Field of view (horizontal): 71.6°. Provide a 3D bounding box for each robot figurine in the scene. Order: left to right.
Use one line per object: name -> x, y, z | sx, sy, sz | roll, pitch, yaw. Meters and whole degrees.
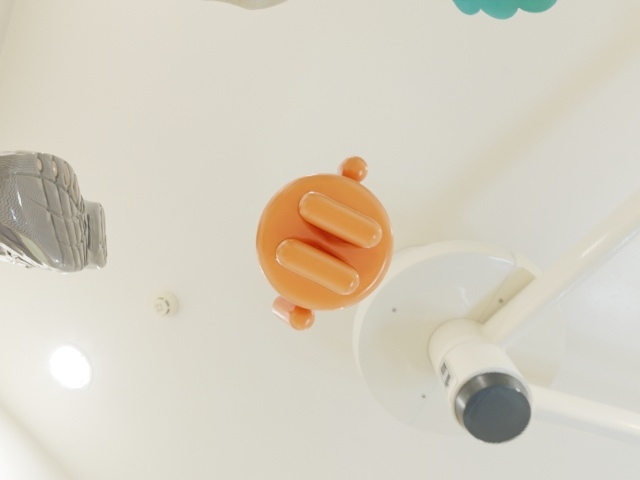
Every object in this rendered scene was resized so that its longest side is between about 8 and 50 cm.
robot figurine -> -0.001, 0.002, 0.453 | 0.128, 0.219, 0.158 | -13, -87, -3

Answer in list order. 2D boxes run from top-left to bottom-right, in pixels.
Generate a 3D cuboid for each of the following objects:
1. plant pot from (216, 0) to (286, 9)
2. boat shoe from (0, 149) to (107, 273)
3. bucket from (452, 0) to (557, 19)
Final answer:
plant pot -> -0.064, -0.394, 0.377 | 0.334, 0.305, 0.333 | 5, -104, -19
boat shoe -> -0.366, -0.013, 0.558 | 0.130, 0.355, 0.132 | -4, -100, -16
bucket -> 0.267, -0.468, 0.587 | 0.281, 0.281, 0.183 | -9, -119, 6
